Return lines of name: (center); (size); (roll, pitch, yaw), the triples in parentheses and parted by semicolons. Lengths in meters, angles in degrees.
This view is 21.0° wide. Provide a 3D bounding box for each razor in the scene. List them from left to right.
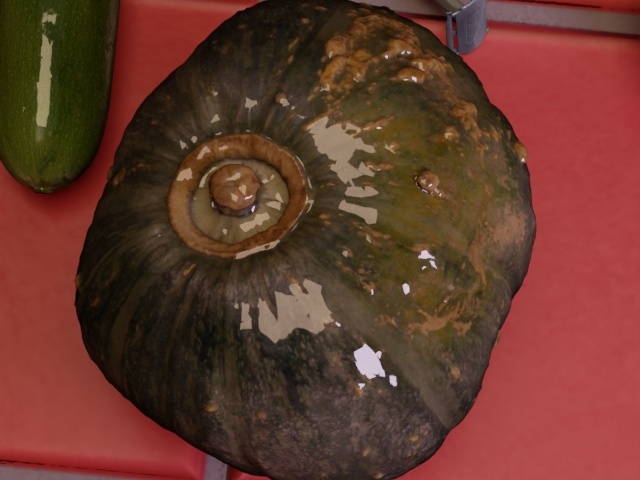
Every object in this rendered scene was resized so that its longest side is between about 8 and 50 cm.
razor: (0.073, -0.207, 1.342); (0.040, 0.068, 0.135); (-40, 67, -13)

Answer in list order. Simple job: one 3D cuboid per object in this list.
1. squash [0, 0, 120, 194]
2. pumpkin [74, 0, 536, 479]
squash: (-0.198, -0.219, 1.314); (0.101, 0.101, 0.379); (3, 74, 0)
pumpkin: (0.000, 0.000, 1.174); (0.291, 0.257, 0.328); (29, 80, 20)
